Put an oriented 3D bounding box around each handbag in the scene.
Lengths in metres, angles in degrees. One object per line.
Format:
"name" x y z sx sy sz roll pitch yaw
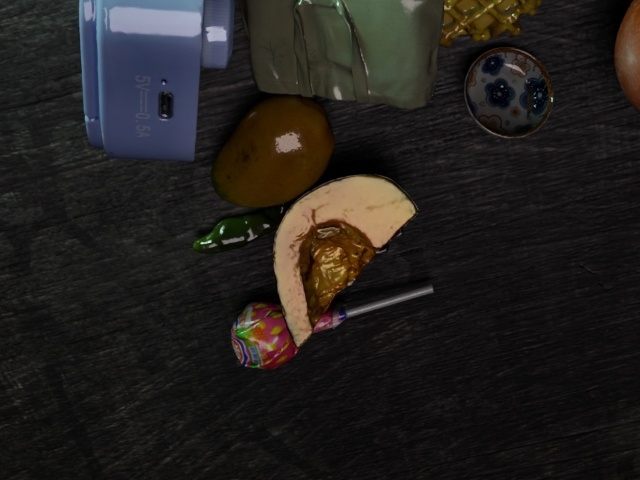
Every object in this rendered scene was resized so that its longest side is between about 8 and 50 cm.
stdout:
"handbag" 0.023 -0.310 1.290 0.315 0.109 0.253 10 131 22

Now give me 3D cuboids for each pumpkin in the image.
"pumpkin" 0.000 0.000 1.528 0.169 0.148 0.312 37 100 -12

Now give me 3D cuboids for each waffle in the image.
"waffle" 0.214 -0.384 1.292 0.259 0.069 0.293 2 138 -8

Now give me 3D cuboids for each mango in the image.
"mango" -0.071 -0.129 1.442 0.151 0.120 0.221 28 125 -19

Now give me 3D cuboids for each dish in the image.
"dish" 0.277 -0.217 1.440 0.141 0.078 0.141 1 83 -8

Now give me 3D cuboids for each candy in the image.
"candy" 0.021 0.132 1.642 0.365 0.124 0.124 -17 124 -1

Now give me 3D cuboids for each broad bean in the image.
"broad bean" -0.117 -0.024 1.552 0.195 0.046 0.061 -30 123 15

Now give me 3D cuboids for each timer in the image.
"timer" -0.197 -0.270 1.190 0.173 0.395 0.395 2 124 -9

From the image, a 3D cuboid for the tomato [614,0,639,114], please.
"tomato" 0.551 -0.260 1.319 0.264 0.265 0.265 -2 125 -3
